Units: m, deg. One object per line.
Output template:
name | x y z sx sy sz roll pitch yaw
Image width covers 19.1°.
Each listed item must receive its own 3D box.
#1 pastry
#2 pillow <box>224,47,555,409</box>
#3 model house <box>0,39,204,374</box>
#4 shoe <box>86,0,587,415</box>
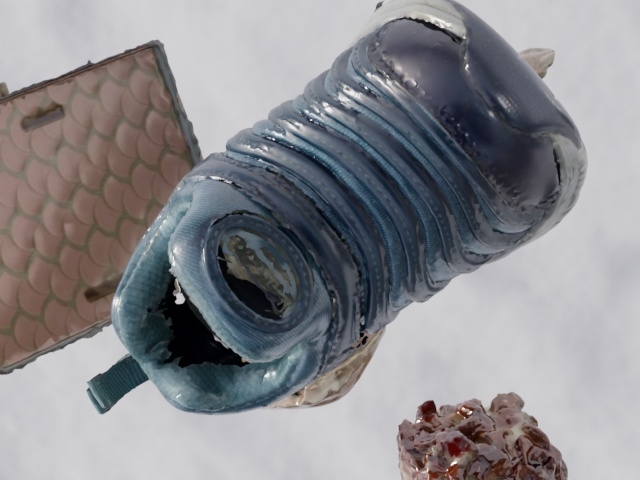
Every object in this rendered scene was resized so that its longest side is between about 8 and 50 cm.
pastry | 0.109 0.194 1.157 0.097 0.115 0.208 31 141 63
pillow | 0.026 -0.006 0.879 0.034 0.211 0.135 43 157 -23
model house | -0.178 -0.024 1.043 0.244 0.326 0.169 -15 97 23
shoe | 0.000 0.000 0.618 0.091 0.106 0.207 49 135 -3
